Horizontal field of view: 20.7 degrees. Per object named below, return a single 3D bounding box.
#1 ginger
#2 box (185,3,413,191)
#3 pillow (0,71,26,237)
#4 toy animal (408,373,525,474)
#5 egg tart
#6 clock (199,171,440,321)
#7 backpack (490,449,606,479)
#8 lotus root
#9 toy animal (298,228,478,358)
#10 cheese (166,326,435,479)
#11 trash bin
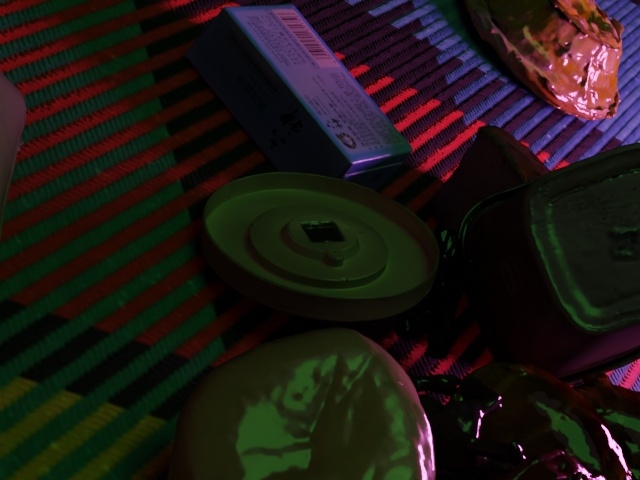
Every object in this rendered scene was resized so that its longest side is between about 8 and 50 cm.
[{"bbox_3d":[0.282,0.255,1.685,0.358,0.152,0.274,16,38,-38],"label":"ginger"},{"bbox_3d":[-0.023,-0.152,1.923,0.232,0.083,0.143,52,29,13],"label":"box"},{"bbox_3d":[-0.348,-0.077,1.352,0.255,0.120,0.322,31,31,-22],"label":"pillow"},{"bbox_3d":[0.092,0.171,1.540,0.233,0.084,0.148,13,15,35],"label":"toy animal"},{"bbox_3d":[0.347,-0.315,2.592,0.315,0.120,0.315,33,29,-21],"label":"egg tart"},{"bbox_3d":[0.000,0.000,1.689,0.235,0.029,0.235,9,32,-6],"label":"clock"},{"bbox_3d":[0.161,0.273,1.433,0.139,0.229,0.229,34,23,24],"label":"backpack"},{"bbox_3d":[0.251,0.007,2.000,0.210,0.142,0.314,1,51,-54],"label":"lotus root"},{"bbox_3d":[0.049,0.044,1.742,0.210,0.121,0.117,2,29,-43],"label":"toy animal"},{"bbox_3d":[-0.006,0.178,1.379,0.235,0.117,0.218,-36,67,-28],"label":"cheese"},{"bbox_3d":[0.271,0.020,1.757,0.250,0.219,0.219,122,-54,-77],"label":"trash bin"}]
